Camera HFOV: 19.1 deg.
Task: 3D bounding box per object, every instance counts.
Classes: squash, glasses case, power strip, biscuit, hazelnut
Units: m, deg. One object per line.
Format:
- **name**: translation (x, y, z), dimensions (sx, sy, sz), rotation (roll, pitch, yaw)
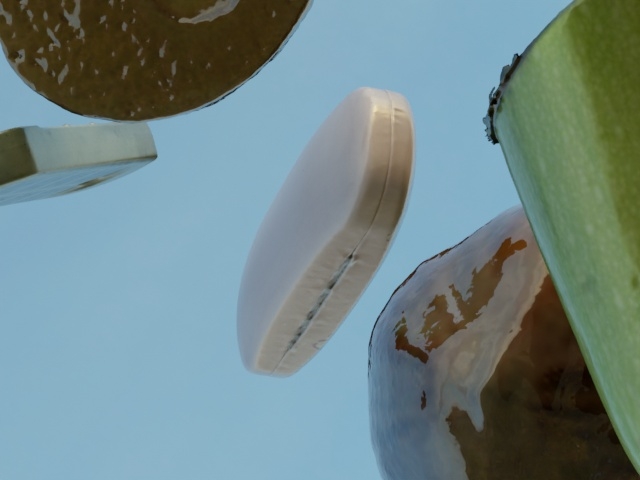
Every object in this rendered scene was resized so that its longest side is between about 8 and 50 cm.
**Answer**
- **squash**: translation (0.140, 0.028, 0.746), dimensions (0.137, 0.137, 0.288), rotation (1, -105, -39)
- **glasses case**: translation (0.000, 0.000, 1.400), dimensions (0.075, 0.113, 0.297), rotation (12, -34, -14)
- **power strip**: translation (-0.158, -0.041, 1.069), dimensions (0.029, 0.080, 0.227), rotation (69, -162, 1)
- **biscuit**: translation (-0.085, -0.154, 0.972), dimensions (0.181, 0.208, 0.049), rotation (66, -161, -2)
- **hazelnut**: translation (0.103, 0.070, 0.958), dimensions (0.210, 0.186, 0.210), rotation (-9, -72, -30)
